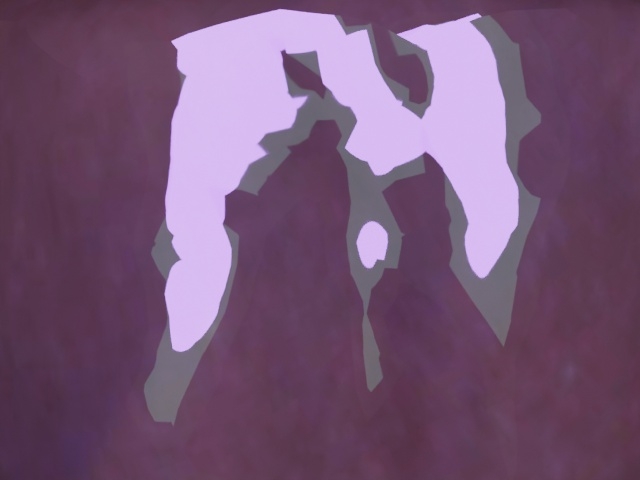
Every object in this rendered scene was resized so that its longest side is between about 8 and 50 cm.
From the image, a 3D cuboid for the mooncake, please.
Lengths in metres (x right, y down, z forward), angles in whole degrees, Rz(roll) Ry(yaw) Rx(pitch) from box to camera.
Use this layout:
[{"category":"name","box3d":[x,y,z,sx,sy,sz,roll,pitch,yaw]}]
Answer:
[{"category":"mooncake","box3d":[0.000,0.000,0.622,0.466,0.467,0.262,-1,96,0]}]
